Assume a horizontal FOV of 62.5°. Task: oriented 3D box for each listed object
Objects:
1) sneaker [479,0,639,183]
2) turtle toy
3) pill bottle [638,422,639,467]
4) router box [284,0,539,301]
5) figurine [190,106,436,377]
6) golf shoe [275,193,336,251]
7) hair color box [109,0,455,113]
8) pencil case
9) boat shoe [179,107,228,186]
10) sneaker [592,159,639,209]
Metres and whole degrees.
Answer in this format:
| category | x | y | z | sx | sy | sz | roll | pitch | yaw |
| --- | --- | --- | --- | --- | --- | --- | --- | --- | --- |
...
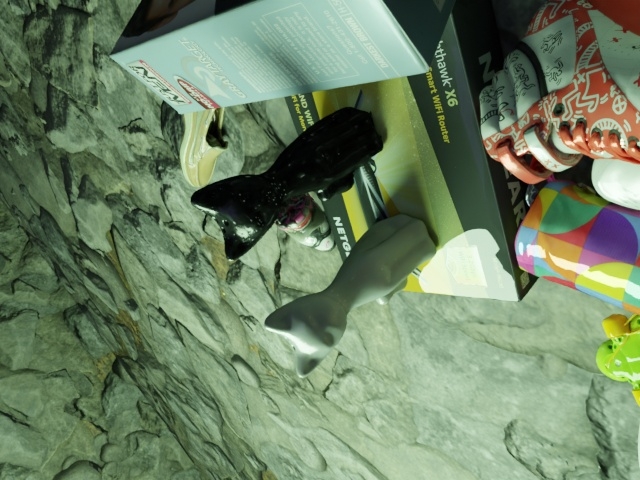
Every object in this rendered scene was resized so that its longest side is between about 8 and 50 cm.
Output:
| category | x | y | z | sx | sy | sz | roll | pitch | yaw |
| --- | --- | --- | --- | --- | --- | --- | --- | --- | --- |
| sneaker | 0.205 | -0.078 | 0.369 | 0.145 | 0.090 | 0.270 | -53 | 31 | 32 |
| turtle toy | 0.328 | 0.112 | 0.521 | 0.130 | 0.066 | 0.095 | -39 | 64 | 55 |
| pill bottle | 0.412 | 0.200 | 0.455 | 0.216 | 0.121 | 0.121 | -12 | 109 | 50 |
| router box | 0.099 | -0.088 | 0.603 | 0.242 | 0.081 | 0.309 | 0 | 118 | 46 |
| figurine | 0.000 | 0.000 | 0.534 | 0.092 | 0.209 | 0.215 | -17 | 105 | 51 |
| golf shoe | -0.035 | -0.038 | 0.758 | 0.086 | 0.067 | 0.186 | 44 | -174 | -29 |
| hair color box | -0.045 | -0.250 | 0.529 | 0.374 | 0.186 | 0.113 | 6 | 157 | 45 |
| pencil case | 0.288 | 0.016 | 0.457 | 0.236 | 0.104 | 0.105 | 28 | 135 | 36 |
| boat shoe | -0.187 | -0.160 | 0.870 | 0.072 | 0.068 | 0.190 | 26 | 135 | 16 |
| sneaker | 0.314 | -0.038 | 0.326 | 0.297 | 0.129 | 0.111 | 10 | 133 | 51 |
